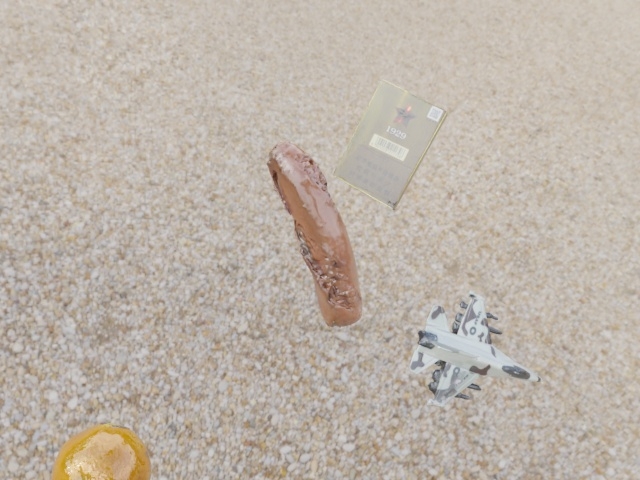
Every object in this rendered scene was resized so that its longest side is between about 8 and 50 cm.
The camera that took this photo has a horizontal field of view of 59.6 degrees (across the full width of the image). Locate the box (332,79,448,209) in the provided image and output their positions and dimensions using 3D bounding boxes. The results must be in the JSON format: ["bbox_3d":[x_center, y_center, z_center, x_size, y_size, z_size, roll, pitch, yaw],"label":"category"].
[{"bbox_3d":[0.084,-0.116,0.682,0.090,0.133,0.023,29,9,12],"label":"box"}]

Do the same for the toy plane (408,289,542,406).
[{"bbox_3d":[0.206,0.155,0.754,0.234,0.160,0.082,23,-3,-36],"label":"toy plane"}]

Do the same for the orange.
[{"bbox_3d":[-0.189,0.201,0.482,0.083,0.083,0.083,10,41,-9],"label":"orange"}]

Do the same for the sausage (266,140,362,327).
[{"bbox_3d":[0.002,0.001,0.862,0.087,0.327,0.079,0,30,36],"label":"sausage"}]
